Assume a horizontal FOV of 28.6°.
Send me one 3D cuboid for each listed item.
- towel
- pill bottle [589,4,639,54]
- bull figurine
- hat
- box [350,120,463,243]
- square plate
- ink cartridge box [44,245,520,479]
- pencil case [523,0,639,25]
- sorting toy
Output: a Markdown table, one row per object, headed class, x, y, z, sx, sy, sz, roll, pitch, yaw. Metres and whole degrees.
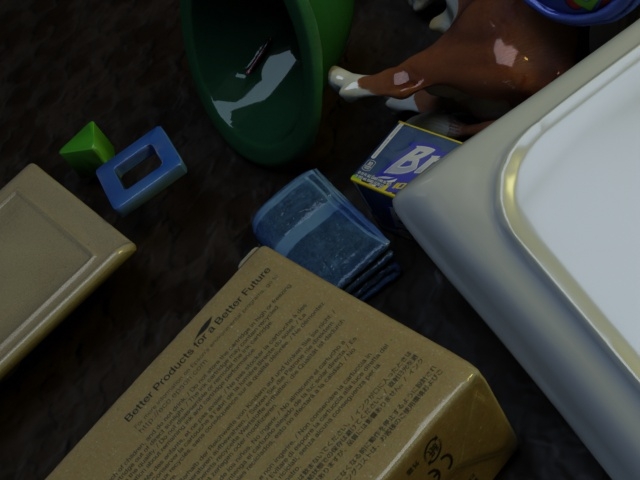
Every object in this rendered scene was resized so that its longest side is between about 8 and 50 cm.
| class | x | y | z | sx | sy | sz | roll | pitch | yaw |
| --- | --- | --- | --- | --- | --- | --- | --- | --- | --- |
| towel | 0.000 | 0.000 | 0.858 | 0.067 | 0.029 | 0.119 | -38 | 44 | -4 |
| pill bottle | 0.246 | -0.129 | 0.793 | 0.137 | 0.078 | 0.078 | 5 | 56 | 33 |
| bull figurine | 0.128 | -0.192 | 0.901 | 0.188 | 0.101 | 0.310 | -10 | 42 | 32 |
| hat | 0.011 | -0.178 | 0.958 | 0.183 | 0.208 | 0.173 | -22 | 29 | -34 |
| box | 0.102 | -0.020 | 0.798 | 0.169 | 0.054 | 0.059 | 24 | 67 | 42 |
| square plate | 0.258 | -0.017 | 0.647 | 0.347 | 0.049 | 0.344 | -37 | 57 | 1 |
| ink cartridge box | -0.036 | 0.140 | 0.714 | 0.235 | 0.088 | 0.193 | -48 | 44 | -13 |
| pencil case | 0.218 | -0.250 | 0.811 | 0.306 | 0.133 | 0.119 | -40 | 5 | -40 |
| sorting toy | -0.241 | 0.042 | 0.951 | 0.347 | 0.047 | 0.196 | -45 | 41 | -12 |
